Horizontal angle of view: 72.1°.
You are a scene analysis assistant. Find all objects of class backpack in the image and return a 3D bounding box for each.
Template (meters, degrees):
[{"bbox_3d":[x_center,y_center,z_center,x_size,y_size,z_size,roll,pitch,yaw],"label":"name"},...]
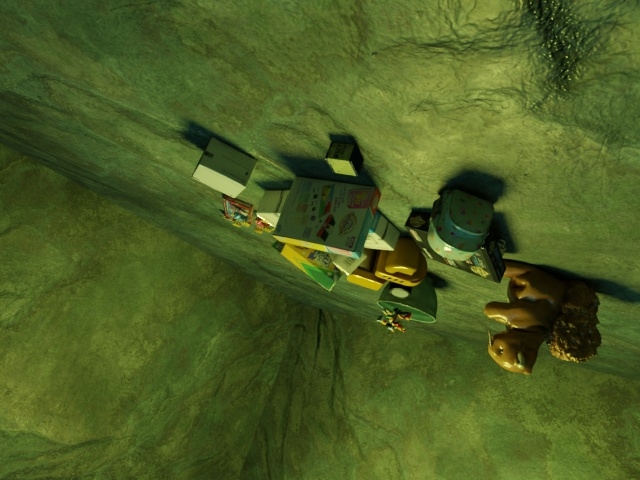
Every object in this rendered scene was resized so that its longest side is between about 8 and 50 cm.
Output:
[{"bbox_3d":[0.403,-0.043,1.273,0.166,0.188,0.144,22,164,-3],"label":"backpack"}]

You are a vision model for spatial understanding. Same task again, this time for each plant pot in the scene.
[{"bbox_3d":[0.451,0.265,2.186,0.293,0.196,0.293,19,164,6],"label":"plant pot"}]

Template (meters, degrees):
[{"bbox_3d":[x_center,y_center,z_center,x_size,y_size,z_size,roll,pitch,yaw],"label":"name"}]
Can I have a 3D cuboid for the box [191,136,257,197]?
[{"bbox_3d":[-0.352,-0.259,1.602,0.181,0.118,0.182,26,163,-20],"label":"box"}]

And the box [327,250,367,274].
[{"bbox_3d":[0.084,0.021,1.761,0.094,0.113,0.275,40,-170,-22],"label":"box"}]

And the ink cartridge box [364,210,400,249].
[{"bbox_3d":[0.191,-0.043,1.706,0.148,0.085,0.203,5,157,43],"label":"ink cartridge box"}]

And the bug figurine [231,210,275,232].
[{"bbox_3d":[-0.274,-0.100,2.077,0.279,0.072,0.216,-4,160,35],"label":"bug figurine"}]

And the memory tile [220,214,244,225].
[{"bbox_3d":[-0.460,-0.104,2.363,0.148,0.012,0.113,21,178,4],"label":"memory tile"}]

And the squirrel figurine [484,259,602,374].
[{"bbox_3d":[0.807,0.315,1.614,0.397,0.370,0.281,11,161,30],"label":"squirrel figurine"}]

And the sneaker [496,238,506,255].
[{"bbox_3d":[0.613,0.028,1.509,0.040,0.043,0.109,10,159,38],"label":"sneaker"}]

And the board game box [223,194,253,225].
[{"bbox_3d":[-0.407,-0.146,2.192,0.145,0.027,0.281,20,164,-3],"label":"board game box"}]

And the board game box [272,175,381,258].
[{"bbox_3d":[0.019,-0.086,1.502,0.317,0.242,0.064,13,163,27],"label":"board game box"}]

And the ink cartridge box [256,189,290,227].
[{"bbox_3d":[-0.087,-0.109,1.770,0.283,0.117,0.207,5,158,42],"label":"ink cartridge box"}]

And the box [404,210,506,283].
[{"bbox_3d":[0.475,0.024,1.538,0.294,0.073,0.295,19,165,37],"label":"box"}]

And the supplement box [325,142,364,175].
[{"bbox_3d":[0.071,-0.237,1.282,0.083,0.056,0.083,12,162,25],"label":"supplement box"}]

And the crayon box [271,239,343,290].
[{"bbox_3d":[-0.026,0.046,1.931,0.323,0.203,0.083,37,137,5],"label":"crayon box"}]

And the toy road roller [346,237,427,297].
[{"bbox_3d":[0.280,0.079,1.820,0.330,0.202,0.240,17,151,-1],"label":"toy road roller"}]

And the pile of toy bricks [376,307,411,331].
[{"bbox_3d":[0.371,0.400,2.130,0.105,0.118,0.212,46,157,-15],"label":"pile of toy bricks"}]
